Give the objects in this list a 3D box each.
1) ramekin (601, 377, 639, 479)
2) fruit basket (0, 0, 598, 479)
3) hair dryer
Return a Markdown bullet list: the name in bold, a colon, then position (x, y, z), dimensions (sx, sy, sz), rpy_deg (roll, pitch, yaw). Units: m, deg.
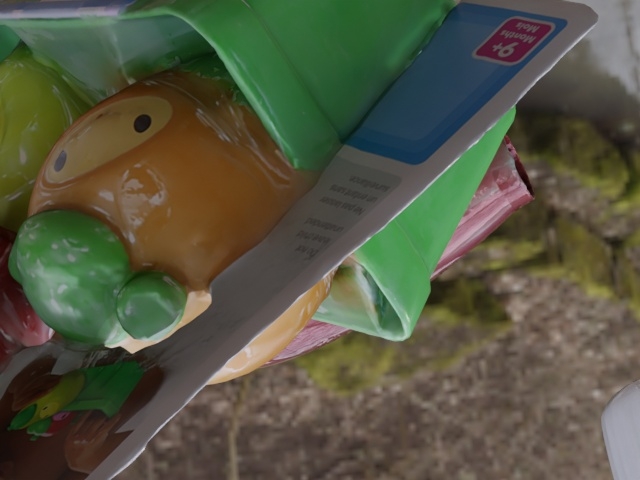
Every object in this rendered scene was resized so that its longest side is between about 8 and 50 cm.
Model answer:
- **ramekin**: position (0.294, 0.117, 0.912), dimensions (0.277, 0.135, 0.277), rpy_deg (-16, 165, -5)
- **fruit basket**: position (-0.114, 0.003, 0.621), dimensions (0.353, 0.165, 0.327), rpy_deg (-38, -156, -23)
- **hair dryer**: position (0.000, 0.000, 0.868), dimensions (0.224, 0.080, 0.293), rpy_deg (-34, -172, -36)
